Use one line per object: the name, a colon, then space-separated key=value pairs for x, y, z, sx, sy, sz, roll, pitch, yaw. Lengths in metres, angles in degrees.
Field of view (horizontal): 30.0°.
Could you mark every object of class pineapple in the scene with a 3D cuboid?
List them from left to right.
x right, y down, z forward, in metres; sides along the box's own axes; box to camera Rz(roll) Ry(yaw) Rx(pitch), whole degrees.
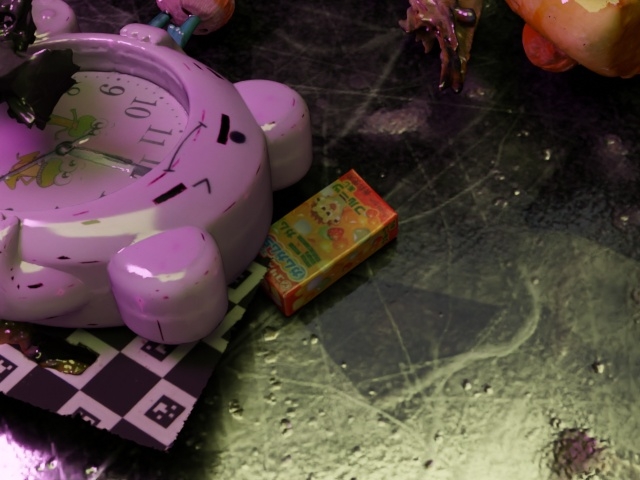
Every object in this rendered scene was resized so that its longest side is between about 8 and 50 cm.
pineapple: x=-0.274 y=-0.163 z=0.904 sx=0.237 sy=0.111 sz=0.119 roll=40 pitch=90 yaw=28

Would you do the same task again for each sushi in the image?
sushi: x=-0.198 y=0.063 z=0.933 sx=0.279 sy=0.043 sz=0.193 roll=14 pitch=49 yaw=17

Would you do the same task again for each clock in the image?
clock: x=-0.189 y=-0.057 z=0.942 sx=0.322 sy=0.113 sz=0.296 roll=14 pitch=48 yaw=17

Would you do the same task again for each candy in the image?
candy: x=0.000 y=0.000 z=0.975 sx=0.122 sy=0.038 sz=0.062 roll=-35 pitch=65 yaw=-17

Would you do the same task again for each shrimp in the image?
shrimp: x=0.091 y=-0.203 z=1.077 sx=0.117 sy=0.066 sz=0.262 roll=-5 pitch=45 yaw=16

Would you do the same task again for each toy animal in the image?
toy animal: x=-0.127 y=-0.251 z=1.088 sx=0.100 sy=0.103 sz=0.208 roll=2 pitch=63 yaw=13

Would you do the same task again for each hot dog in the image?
hot dog: x=0.270 y=-0.236 z=1.038 sx=0.256 sy=0.153 sz=0.150 roll=-39 pitch=70 yaw=-16
